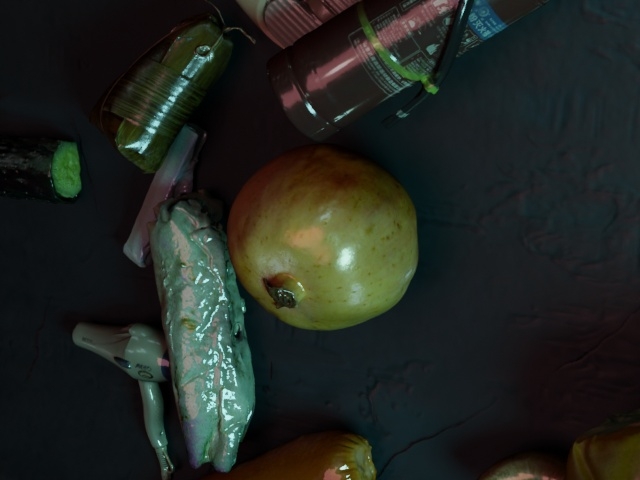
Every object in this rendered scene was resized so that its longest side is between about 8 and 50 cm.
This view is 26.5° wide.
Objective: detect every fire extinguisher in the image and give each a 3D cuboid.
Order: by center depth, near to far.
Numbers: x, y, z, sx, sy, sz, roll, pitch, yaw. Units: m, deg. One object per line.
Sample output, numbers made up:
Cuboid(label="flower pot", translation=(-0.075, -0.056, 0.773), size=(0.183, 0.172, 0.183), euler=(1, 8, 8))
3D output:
Cuboid(label="fire extinguisher", translation=(0.121, -0.205, 1.266), size=(0.341, 0.141, 0.105), euler=(-29, 42, 20))

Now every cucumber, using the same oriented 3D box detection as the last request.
Cuboid(label="cucumber", translation=(-0.383, -0.086, 1.614), size=(0.211, 0.062, 0.078), euler=(5, 103, 29))

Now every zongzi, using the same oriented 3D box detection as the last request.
Cuboid(label="zongzi", translation=(-0.177, -0.181, 1.488), size=(0.187, 0.084, 0.184), euler=(-52, 29, 0))

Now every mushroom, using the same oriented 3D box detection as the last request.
Cuboid(label="mushroom", translation=(0.251, 0.269, 1.317), size=(0.209, 0.072, 0.094), euler=(29, 114, 18))

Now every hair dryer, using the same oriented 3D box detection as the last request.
Cuboid(label="hair dryer", translation=(-0.223, 0.174, 1.594), size=(0.167, 0.067, 0.199), euler=(27, 127, 32))

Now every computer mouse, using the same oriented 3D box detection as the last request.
Cuboid(label="computer mouse", translation=(-0.032, -0.288, 1.367), size=(0.145, 0.082, 0.236), euler=(-41, 78, 28))

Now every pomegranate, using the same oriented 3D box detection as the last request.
Cuboid(label="pomegranate", translation=(0.002, 0.000, 1.341), size=(0.191, 0.191, 0.191), euler=(6, 102, 29))

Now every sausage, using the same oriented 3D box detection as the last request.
Cuboid(label="sausage", translation=(-0.064, 0.282, 1.493), size=(0.300, 0.083, 0.089), euler=(-28, 98, 32))

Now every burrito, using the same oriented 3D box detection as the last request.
Cuboid(label="burrito", translation=(-0.124, 0.100, 1.487), size=(0.096, 0.066, 0.309), euler=(-8, 94, -9))

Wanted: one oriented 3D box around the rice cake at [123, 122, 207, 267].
Cuboid(label="rice cake", translation=(-0.171, -0.049, 1.519), size=(0.042, 0.030, 0.180), euler=(38, 115, 24))

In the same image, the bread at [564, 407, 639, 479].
Cuboid(label="bread", translation=(0.367, 0.240, 1.157), size=(0.279, 0.225, 0.250), euler=(-24, 86, 35))
